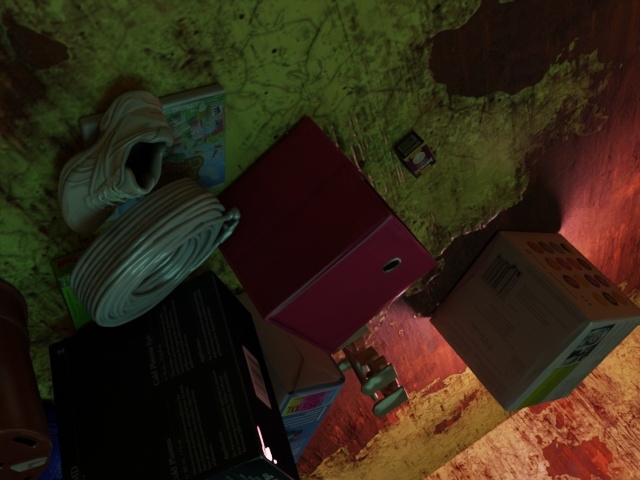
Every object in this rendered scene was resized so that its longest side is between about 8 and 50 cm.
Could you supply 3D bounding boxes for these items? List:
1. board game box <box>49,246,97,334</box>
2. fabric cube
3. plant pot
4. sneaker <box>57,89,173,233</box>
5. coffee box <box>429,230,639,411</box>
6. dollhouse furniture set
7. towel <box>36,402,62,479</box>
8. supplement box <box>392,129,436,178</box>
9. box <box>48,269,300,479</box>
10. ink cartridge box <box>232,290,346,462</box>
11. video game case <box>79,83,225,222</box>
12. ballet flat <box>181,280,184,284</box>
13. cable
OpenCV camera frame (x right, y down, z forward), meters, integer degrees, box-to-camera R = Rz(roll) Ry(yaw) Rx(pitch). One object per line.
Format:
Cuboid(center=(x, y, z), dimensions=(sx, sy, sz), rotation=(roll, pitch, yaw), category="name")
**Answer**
Cuboid(center=(-0.379, 0.089, 1.233), dimensions=(0.092, 0.043, 0.181), rotation=(-22, 144, -21), category="board game box")
Cuboid(center=(0.000, 0.000, 1.279), dimensions=(0.258, 0.259, 0.254), rotation=(-41, 148, 6), category="fabric cube")
Cuboid(center=(-0.526, 0.233, 1.072), dimensions=(0.272, 0.265, 0.272), rotation=(-24, 145, -18), category="plant pot")
Cuboid(center=(-0.279, -0.086, 1.006), dimensions=(0.090, 0.115, 0.232), rotation=(9, 126, -47), category="sneaker")
Cuboid(center=(0.578, 0.207, 1.991), dimensions=(0.334, 0.337, 0.338), rotation=(2, 130, -44), category="coffee box")
Cuboid(center=(0.056, 0.289, 1.739), dimensions=(0.161, 0.212, 0.242), rotation=(-33, 120, -10), category="dollhouse furniture set")
Cuboid(center=(-0.540, 0.416, 1.409), dimensions=(0.308, 0.076, 0.228), rotation=(18, 102, -52), category="towel")
Cuboid(center=(0.182, -0.167, 1.439), dimensions=(0.055, 0.043, 0.083), rotation=(-42, 147, 4), category="supplement box")
Cuboid(center=(-0.242, 0.279, 1.201), dimensions=(0.312, 0.343, 0.179), rotation=(-24, 144, 5), category="box")
Cuboid(center=(-0.138, 0.327, 1.540), dimensions=(0.151, 0.270, 0.395), rotation=(-1, 133, -38), category="ink cartridge box")
Cuboid(center=(-0.242, -0.128, 1.113), dimensions=(0.212, 0.023, 0.193), rotation=(-20, 143, -24), category="video game case")
Cuboid(center=(-0.273, 0.125, 1.344), dimensions=(0.077, 0.077, 0.231), rotation=(-21, 144, -24), category="ballet flat")
Cuboid(center=(-0.254, 0.017, 1.109), dimensions=(0.257, 0.089, 0.257), rotation=(-46, 172, 7), category="cable")
